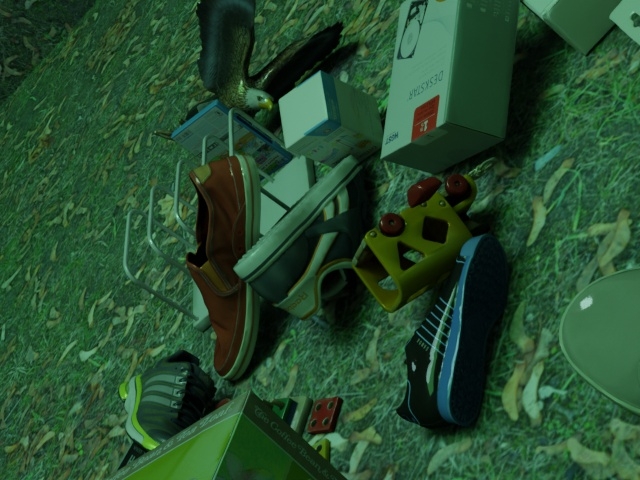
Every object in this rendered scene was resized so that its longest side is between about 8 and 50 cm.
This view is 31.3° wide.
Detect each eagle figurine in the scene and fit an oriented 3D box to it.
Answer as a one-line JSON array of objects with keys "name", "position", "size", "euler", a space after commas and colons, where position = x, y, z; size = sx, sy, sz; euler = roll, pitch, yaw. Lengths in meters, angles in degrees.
[{"name": "eagle figurine", "position": [-0.116, -0.280, 1.940], "size": [0.225, 0.226, 0.298], "euler": [26, 100, 25]}]

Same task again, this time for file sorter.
[{"name": "file sorter", "position": [-0.161, -0.038, 1.787], "size": [0.277, 0.173, 0.193], "euler": [-41, 31, 25]}]

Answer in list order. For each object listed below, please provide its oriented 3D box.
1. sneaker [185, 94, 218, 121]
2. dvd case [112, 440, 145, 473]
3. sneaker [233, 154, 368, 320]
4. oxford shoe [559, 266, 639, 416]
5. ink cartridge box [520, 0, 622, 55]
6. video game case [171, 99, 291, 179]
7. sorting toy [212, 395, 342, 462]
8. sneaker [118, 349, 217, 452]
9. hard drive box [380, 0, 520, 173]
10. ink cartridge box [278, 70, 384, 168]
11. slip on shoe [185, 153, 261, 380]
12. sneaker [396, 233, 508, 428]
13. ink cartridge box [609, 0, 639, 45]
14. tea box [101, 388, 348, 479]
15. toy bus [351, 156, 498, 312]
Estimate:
[{"name": "sneaker", "position": [-0.205, -0.237, 2.181], "size": [0.170, 0.051, 0.089], "euler": [-33, 31, 29]}, {"name": "dvd case", "position": [-0.278, 0.400, 1.656], "size": [0.179, 0.029, 0.239], "euler": [11, 70, 58]}, {"name": "sneaker", "position": [0.000, 0.000, 1.577], "size": [0.126, 0.127, 0.321], "euler": [-40, 6, 39]}, {"name": "oxford shoe", "position": [0.352, 0.085, 0.943], "size": [0.169, 0.130, 0.449], "euler": [-61, 28, -7]}, {"name": "ink cartridge box", "position": [0.326, -0.356, 1.472], "size": [0.158, 0.092, 0.218], "euler": [-47, 28, 15]}, {"name": "video game case", "position": [-0.147, -0.156, 1.891], "size": [0.119, 0.166, 0.015], "euler": [-31, 37, 37]}, {"name": "sorting toy", "position": [-0.080, 0.261, 1.487], "size": [0.274, 0.046, 0.132], "euler": [-14, 49, 50]}, {"name": "sneaker", "position": [-0.202, 0.234, 1.592], "size": [0.121, 0.111, 0.300], "euler": [-45, 26, -1]}, {"name": "hard drive box", "position": [0.169, -0.224, 1.480], "size": [0.181, 0.089, 0.232], "euler": [153, 127, -64]}, {"name": "ink cartridge box", "position": [0.024, -0.172, 1.696], "size": [0.092, 0.143, 0.090], "euler": [-32, 54, 36]}, {"name": "slip on shoe", "position": [-0.142, 0.042, 1.621], "size": [0.123, 0.101, 0.332], "euler": [-135, 43, -65]}, {"name": "sneaker", "position": [0.144, 0.099, 1.284], "size": [0.090, 0.081, 0.232], "euler": [-9, 54, 44]}, {"name": "ink cartridge box", "position": [0.430, -0.284, 1.267], "size": [0.198, 0.067, 0.115], "euler": [-44, 30, 16]}, {"name": "tea box", "position": [-0.151, 0.390, 1.211], "size": [0.329, 0.220, 0.324], "euler": [-34, 20, 33]}, {"name": "toy bus", "position": [0.139, 0.003, 1.364], "size": [0.202, 0.191, 0.104], "euler": [-42, 75, 25]}]
